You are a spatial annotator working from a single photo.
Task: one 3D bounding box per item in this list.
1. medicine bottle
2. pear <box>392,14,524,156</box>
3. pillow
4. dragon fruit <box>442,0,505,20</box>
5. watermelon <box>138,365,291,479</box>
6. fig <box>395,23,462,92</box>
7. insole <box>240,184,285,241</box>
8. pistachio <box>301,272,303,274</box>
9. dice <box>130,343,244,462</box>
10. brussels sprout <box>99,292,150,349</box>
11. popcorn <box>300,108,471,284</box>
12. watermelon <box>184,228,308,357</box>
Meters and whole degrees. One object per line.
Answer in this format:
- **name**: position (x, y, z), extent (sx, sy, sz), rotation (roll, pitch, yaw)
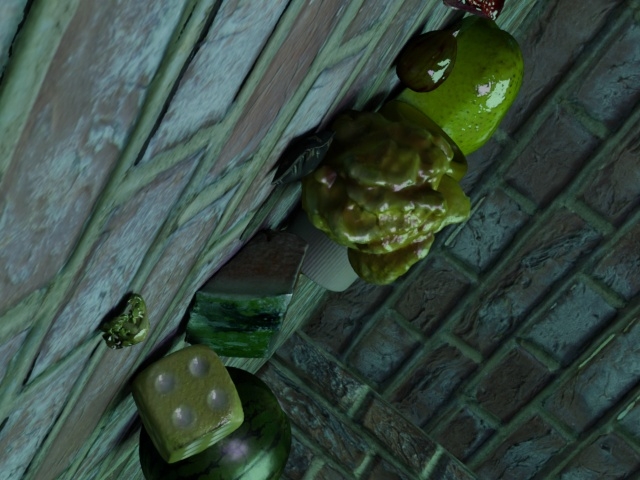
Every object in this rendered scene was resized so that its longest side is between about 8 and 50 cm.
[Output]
- **medicine bottle**: position (0.105, -0.088, 2.141), extent (0.384, 0.224, 0.224), rotation (-49, 175, 22)
- **pear**: position (0.330, -0.346, 2.262), extent (0.342, 0.238, 0.318), rotation (-46, -179, -40)
- **pillow**: position (-0.026, -0.139, 1.720), extent (0.090, 0.048, 0.150), rotation (-59, 173, 25)
- **dragon fruit**: position (0.259, -0.455, 1.813), extent (0.147, 0.096, 0.102), rotation (25, 95, -52)
- **watermelon**: position (-0.247, 0.462, 2.354), extent (0.363, 0.363, 0.363), rotation (-50, 174, -7)
- **fig**: position (0.216, -0.355, 1.965), extent (0.155, 0.103, 0.109), rotation (-45, -160, 29)
- **insole**: position (-0.091, -0.071, 1.846), extent (0.193, 0.006, 0.065), rotation (-54, 173, 25)
- **pistachio**: position (0.000, 0.000, 2.385), extent (0.210, 0.130, 0.165), rotation (-63, 166, 26)
- **dice**: position (-0.253, 0.310, 1.951), extent (0.166, 0.169, 0.169), rotation (-24, 164, -19)
- **brussels sprout**: position (-0.271, 0.119, 1.437), extent (0.085, 0.058, 0.085), rotation (-36, 157, -18)
- **popcorn**: position (0.115, -0.065, 1.872), extent (0.290, 0.321, 0.326), rotation (-57, 161, -76)
- **watermelon**: position (-0.114, 0.109, 1.999), extent (0.302, 0.151, 0.264), rotation (-50, 166, -31)
